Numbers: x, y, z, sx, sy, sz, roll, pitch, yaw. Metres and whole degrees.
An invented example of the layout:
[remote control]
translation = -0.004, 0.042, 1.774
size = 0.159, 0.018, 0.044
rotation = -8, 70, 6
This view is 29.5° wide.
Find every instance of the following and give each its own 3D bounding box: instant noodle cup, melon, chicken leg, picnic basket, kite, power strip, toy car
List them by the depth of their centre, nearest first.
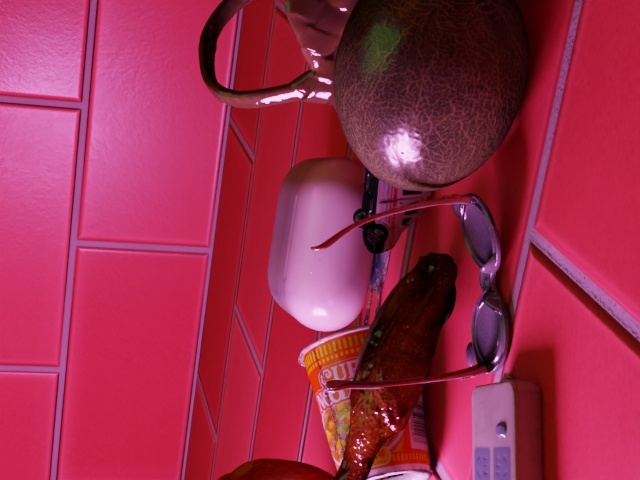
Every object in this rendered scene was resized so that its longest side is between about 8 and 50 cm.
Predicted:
[power strip]
translation = 0.221, 0.288, 1.437
size = 0.118, 0.046, 0.270
rotation = 145, 127, -71
[melon]
translation = 0.132, -0.201, 1.500
size = 0.301, 0.237, 0.237
rotation = 100, 165, -46
[chicken leg]
translation = 0.084, 0.196, 1.619
size = 0.158, 0.096, 0.407
rotation = 95, -163, -79
[picnic basket]
translation = -0.029, -0.300, 1.714
size = 0.337, 0.337, 0.293
rotation = 110, 161, -46
[instant noodle cup]
translation = 0.077, 0.252, 1.765
size = 0.193, 0.193, 0.212
rotation = 122, 141, -60
[toy car]
translation = 0.114, -0.083, 1.812
size = 0.089, 0.108, 0.209
rotation = -129, 41, -65
[kite]
translation = 0.085, 0.076, 2.043
size = 0.169, 0.015, 0.310
rotation = -163, 78, -74

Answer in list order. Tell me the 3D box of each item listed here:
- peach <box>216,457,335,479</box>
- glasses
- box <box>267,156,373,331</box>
[peach]
translation = -0.060, 0.520, 1.958
size = 0.308, 0.308, 0.332
rotation = 109, 154, -45
[glasses]
translation = 0.103, 0.066, 1.506
size = 0.118, 0.268, 0.234
rotation = -171, 76, -67
[box]
translation = 0.001, 0.000, 2.095
size = 0.349, 0.141, 0.288
rotation = -161, 80, -78
